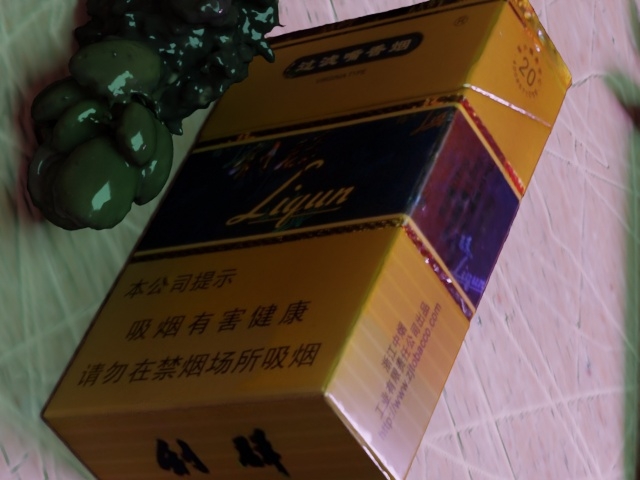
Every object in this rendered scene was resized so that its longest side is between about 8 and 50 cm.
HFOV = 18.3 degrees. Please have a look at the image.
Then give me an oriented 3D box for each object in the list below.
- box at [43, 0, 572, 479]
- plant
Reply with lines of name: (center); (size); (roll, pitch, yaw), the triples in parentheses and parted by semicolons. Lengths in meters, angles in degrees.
box: (0.000, 0.000, 0.852); (0.070, 0.152, 0.237); (51, 48, -33)
plant: (-0.073, -0.071, 0.840); (0.087, 0.085, 0.174); (38, 57, -12)
